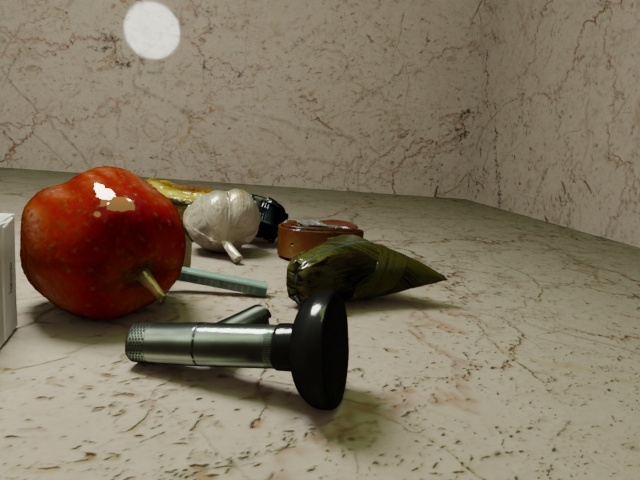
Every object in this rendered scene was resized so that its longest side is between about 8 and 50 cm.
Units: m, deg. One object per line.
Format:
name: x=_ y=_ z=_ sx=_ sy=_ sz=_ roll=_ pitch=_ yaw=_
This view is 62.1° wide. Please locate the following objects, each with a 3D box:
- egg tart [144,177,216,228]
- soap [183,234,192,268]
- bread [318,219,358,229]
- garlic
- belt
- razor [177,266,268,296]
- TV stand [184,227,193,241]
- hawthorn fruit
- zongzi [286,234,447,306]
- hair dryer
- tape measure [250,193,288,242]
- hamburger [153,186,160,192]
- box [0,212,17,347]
egg tart: x=-0.462 y=-0.122 z=1.846 sx=0.351 sy=0.150 sz=0.352 roll=10 pitch=8 yaw=-1
soap: x=-0.409 y=0.018 z=1.195 sx=0.232 sy=0.140 sz=0.073 roll=-4 pitch=18 yaw=-40
bread: x=0.036 y=-0.037 z=1.861 sx=0.119 sy=0.067 sz=0.192 roll=12 pitch=13 yaw=30
garlic: x=-0.263 y=-0.021 z=1.464 sx=0.218 sy=0.219 sz=0.212 roll=0 pitch=51 yaw=-25
belt: x=0.000 y=0.000 z=1.570 sx=0.261 sy=0.105 sz=0.184 roll=1 pitch=10 yaw=-16
razor: x=-0.251 y=0.078 z=1.150 sx=0.277 sy=0.111 sz=0.056 roll=14 pitch=23 yaw=-1
TV stand: x=-0.367 y=-0.030 z=1.682 sx=0.040 sy=0.049 sz=0.256 roll=11 pitch=13 yaw=32
hawthorn fruit: x=-0.367 y=0.022 z=0.959 sx=0.287 sy=0.287 sz=0.330 roll=-7 pitch=30 yaw=-46
zongzi: x=0.106 y=0.081 z=1.155 sx=0.299 sy=0.139 sz=0.286 roll=12 pitch=16 yaw=22
hair dryer: x=-0.088 y=0.122 z=0.827 sx=0.320 sy=0.156 sz=0.284 roll=2 pitch=19 yaw=25
tape measure: x=-0.204 y=-0.072 z=1.666 sx=0.199 sy=0.112 sz=0.186 roll=14 pitch=-18 yaw=-10
hamburger: x=-0.544 y=-0.082 z=1.582 sx=0.136 sy=0.175 sz=0.175 roll=0 pitch=5 yaw=41
box: x=-0.599 y=0.056 z=0.776 sx=0.260 sy=0.195 sz=0.111 roll=3 pitch=12 yaw=-19
